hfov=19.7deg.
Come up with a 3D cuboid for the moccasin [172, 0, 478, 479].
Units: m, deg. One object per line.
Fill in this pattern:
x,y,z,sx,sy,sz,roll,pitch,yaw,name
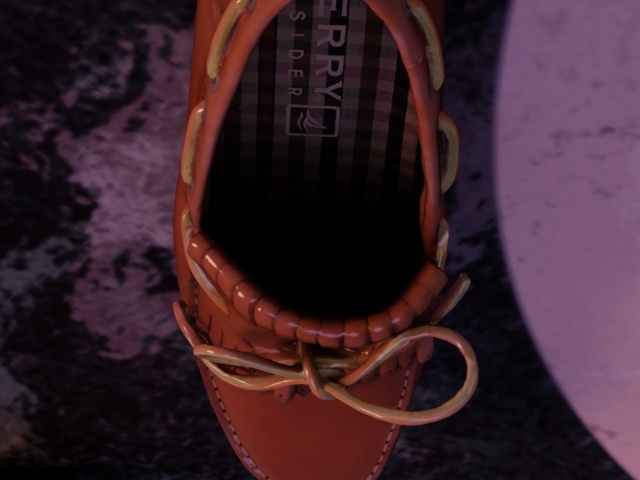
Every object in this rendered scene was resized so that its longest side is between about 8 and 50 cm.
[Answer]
0.003,0.000,0.816,0.139,0.147,0.380,6,137,-4,moccasin
